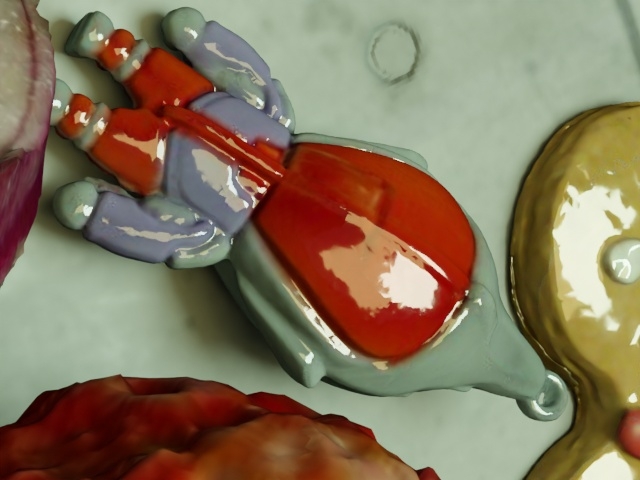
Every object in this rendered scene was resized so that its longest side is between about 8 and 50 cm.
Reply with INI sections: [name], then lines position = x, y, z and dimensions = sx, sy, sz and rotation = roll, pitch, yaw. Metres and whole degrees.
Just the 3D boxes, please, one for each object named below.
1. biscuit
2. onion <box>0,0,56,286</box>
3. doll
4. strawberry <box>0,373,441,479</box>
[biscuit]
position = 0.179, 0.101, 0.802
dimensions = 0.216, 0.047, 0.339
rotation = -27, 105, -25
[onion]
position = -0.217, -0.014, 0.475
dimensions = 0.256, 0.230, 0.272
rotation = 52, 27, 15
[doll]
position = 0.000, 0.000, 0.684
dimensions = 0.227, 0.075, 0.102
rotation = 33, 67, -16
[strawberry]
position = -0.018, 0.159, 0.536
dimensions = 0.291, 0.292, 0.310
rotation = 51, 45, -20
